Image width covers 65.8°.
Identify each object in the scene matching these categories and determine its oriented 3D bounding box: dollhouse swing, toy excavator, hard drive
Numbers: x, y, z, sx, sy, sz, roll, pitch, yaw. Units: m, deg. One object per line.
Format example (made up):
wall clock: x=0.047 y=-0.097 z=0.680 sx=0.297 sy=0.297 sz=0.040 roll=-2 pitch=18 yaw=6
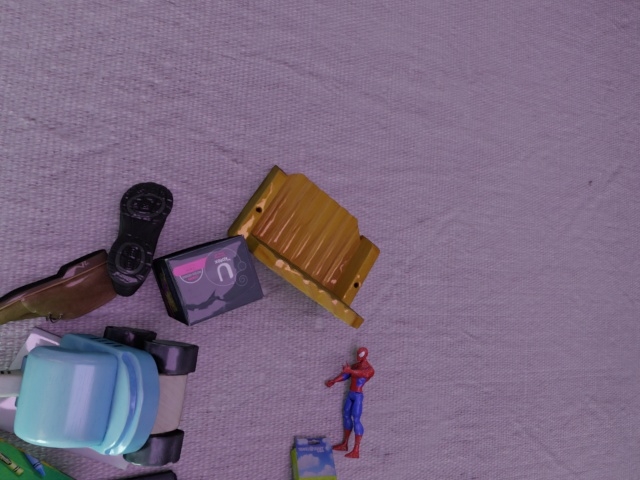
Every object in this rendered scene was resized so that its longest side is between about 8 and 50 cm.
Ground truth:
dollhouse swing: x=0.000 y=0.000 z=1.185 sx=0.347 sy=0.305 sz=0.315 roll=38 pitch=72 yaw=-17
toy excavator: x=-0.518 y=0.261 z=0.901 sx=0.445 sy=0.433 sz=0.222 roll=19 pitch=77 yaw=-52
hard drive: x=-0.515 y=0.341 z=1.061 sx=0.308 sy=0.040 sz=0.203 roll=31 pitch=74 yaw=-20

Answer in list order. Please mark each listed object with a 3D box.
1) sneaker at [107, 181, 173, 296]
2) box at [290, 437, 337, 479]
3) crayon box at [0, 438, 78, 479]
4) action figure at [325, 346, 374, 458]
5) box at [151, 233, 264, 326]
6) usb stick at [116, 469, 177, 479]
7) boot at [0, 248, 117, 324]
sneaker: x=-0.407 y=-0.007 z=1.094 sx=0.109 sy=0.130 sz=0.286 roll=19 pitch=52 yaw=-15
box: x=-0.013 y=0.596 z=1.246 sx=0.109 sy=0.042 sz=0.178 roll=9 pitch=49 yaw=-25
crayon box: x=-0.598 y=0.460 z=0.916 sx=0.278 sy=0.165 sz=0.081 roll=34 pitch=30 yaw=-9
action figure: x=0.064 y=0.416 z=1.302 sx=0.139 sy=0.091 sz=0.280 roll=19 pitch=78 yaw=-32
box: x=-0.256 y=0.082 z=1.074 sx=0.165 sy=0.270 sz=0.143 roll=-20 pitch=96 yaw=-26
usb stick: x=-0.452 y=0.562 z=1.074 sx=0.278 sy=0.045 sz=0.077 roll=0 pitch=84 yaw=-25
boot: x=-0.569 y=0.134 z=1.020 sx=0.305 sy=0.112 sz=0.115 roll=-28 pitch=109 yaw=-26
